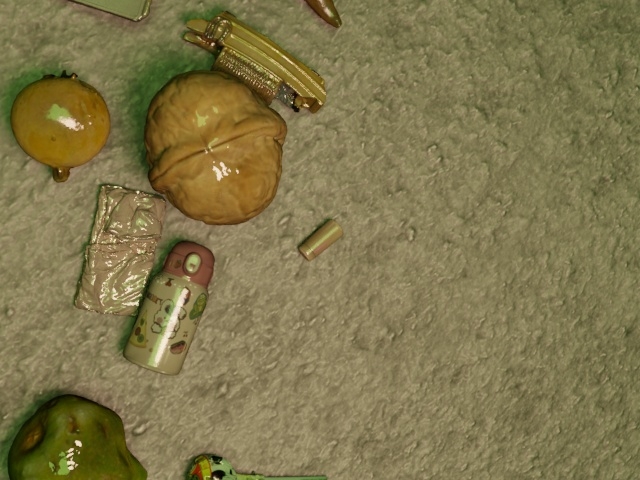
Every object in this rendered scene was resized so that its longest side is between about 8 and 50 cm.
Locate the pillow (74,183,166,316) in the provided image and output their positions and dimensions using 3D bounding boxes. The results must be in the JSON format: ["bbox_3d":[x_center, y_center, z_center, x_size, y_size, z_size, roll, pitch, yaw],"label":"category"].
[{"bbox_3d":[-0.385,0.023,1.433,0.135,0.049,0.248,14,89,-21],"label":"pillow"}]

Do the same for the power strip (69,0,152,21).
[{"bbox_3d":[-0.402,-0.530,1.412,0.213,0.064,0.198,18,87,-3],"label":"power strip"}]

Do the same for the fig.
[{"bbox_3d":[-0.425,0.415,1.374,0.206,0.206,0.275,-51,127,-10],"label":"fig"}]

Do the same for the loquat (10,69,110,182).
[{"bbox_3d":[-0.472,-0.207,1.352,0.172,0.149,0.204,-3,103,-21],"label":"loquat"}]

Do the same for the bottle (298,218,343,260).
[{"bbox_3d":[0.000,0.000,1.553,0.096,0.045,0.045,-40,101,-10],"label":"bottle"}]

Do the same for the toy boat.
[{"bbox_3d":[-0.132,-0.343,1.483,0.310,0.089,0.115,33,73,-15],"label":"toy boat"}]

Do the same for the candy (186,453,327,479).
[{"bbox_3d":[-0.122,0.482,1.515,0.305,0.083,0.091,7,94,-25],"label":"candy"}]

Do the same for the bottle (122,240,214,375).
[{"bbox_3d":[-0.282,0.124,1.428,0.120,0.120,0.253,21,85,-16],"label":"bottle"}]

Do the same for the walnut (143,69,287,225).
[{"bbox_3d":[-0.193,-0.166,1.354,0.252,0.313,0.277,7,96,-1],"label":"walnut"}]

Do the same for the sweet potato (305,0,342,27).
[{"bbox_3d":[-0.051,-0.546,1.522,0.067,0.067,0.274,-45,102,-12],"label":"sweet potato"}]
